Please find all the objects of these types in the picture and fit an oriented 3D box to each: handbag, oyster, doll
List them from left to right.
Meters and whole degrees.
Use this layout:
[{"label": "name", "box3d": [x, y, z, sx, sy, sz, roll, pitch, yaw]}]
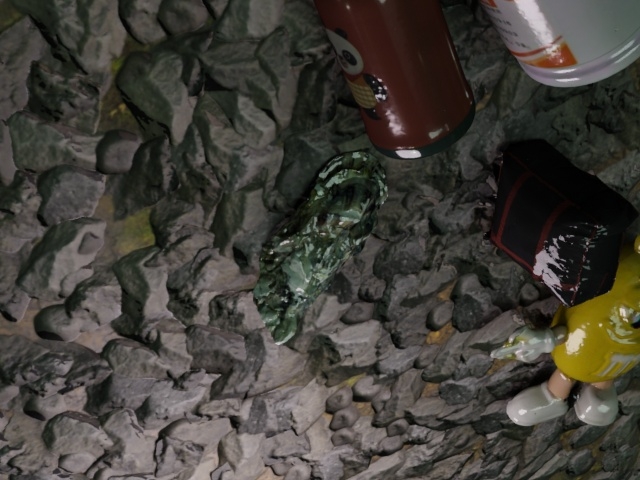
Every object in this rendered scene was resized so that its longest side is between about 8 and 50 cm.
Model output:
[{"label": "oyster", "box3d": [-0.002, -0.002, 1.229, 0.252, 0.087, 0.199, -34, 133, -18]}, {"label": "handbag", "box3d": [0.345, -0.023, 1.294, 0.155, 0.215, 0.169, -13, 132, -30]}, {"label": "doll", "box3d": [0.470, 0.181, 1.546, 0.348, 0.161, 0.423, -29, 138, -1]}]

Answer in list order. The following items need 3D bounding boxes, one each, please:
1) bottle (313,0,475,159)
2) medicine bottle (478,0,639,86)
[{"label": "bottle", "box3d": [0.073, -0.261, 1.032, 0.144, 0.144, 0.336, -31, 129, -4]}, {"label": "medicine bottle", "box3d": [0.259, -0.349, 1.019, 0.202, 0.202, 0.316, -42, 131, 6]}]
